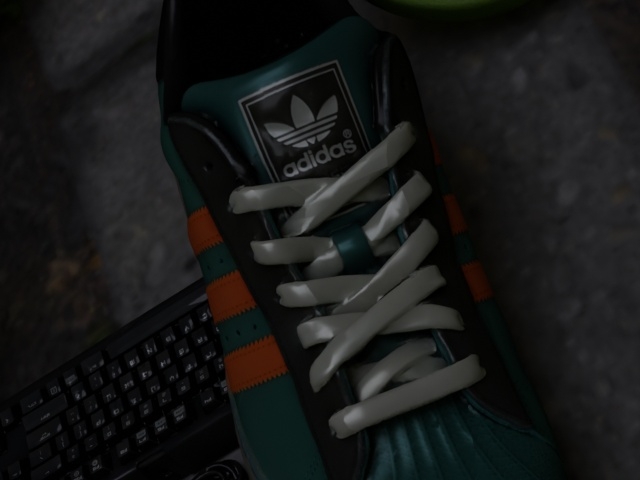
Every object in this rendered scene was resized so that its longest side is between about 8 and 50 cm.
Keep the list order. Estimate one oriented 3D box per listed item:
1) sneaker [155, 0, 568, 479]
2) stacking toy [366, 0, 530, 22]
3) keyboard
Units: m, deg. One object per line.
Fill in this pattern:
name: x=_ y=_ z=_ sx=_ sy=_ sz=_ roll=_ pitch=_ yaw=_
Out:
sneaker: x=0.000 y=0.000 z=0.715 sx=0.108 sy=0.121 sz=0.302 roll=-21 pitch=52 yaw=-7
stacking toy: x=0.037 y=-0.247 z=0.740 sx=0.309 sy=0.130 sz=0.279 roll=-44 pitch=87 yaw=5
keyboard: x=-0.069 y=0.075 z=0.804 sx=0.180 sy=0.023 sz=0.108 roll=-32 pitch=53 yaw=17
